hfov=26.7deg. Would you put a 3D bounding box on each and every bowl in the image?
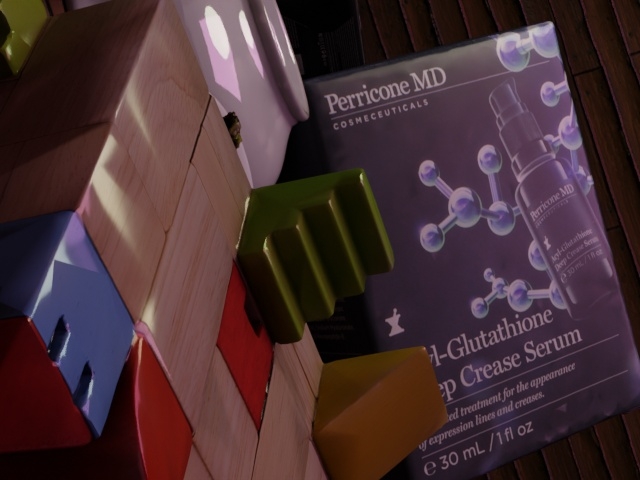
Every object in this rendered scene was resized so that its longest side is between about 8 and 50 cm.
[{"bbox_3d":[-0.094,-0.145,1.095,0.298,0.134,0.297,-18,90,-84],"label":"bowl"}]

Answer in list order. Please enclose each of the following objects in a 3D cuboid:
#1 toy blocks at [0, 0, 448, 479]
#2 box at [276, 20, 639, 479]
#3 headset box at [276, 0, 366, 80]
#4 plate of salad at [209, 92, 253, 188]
[{"bbox_3d":[-0.071,0.102,0.489,0.261,0.191,0.381,-81,155,-53],"label":"toy blocks"},{"bbox_3d":[0.106,0.018,1.323,0.212,0.294,0.395,-8,-81,61],"label":"box"},{"bbox_3d":[-0.022,-0.306,1.473,0.218,0.110,0.293,78,4,-57],"label":"headset box"},{"bbox_3d":[-0.082,-0.011,0.933,0.200,0.048,0.199,0,90,-64],"label":"plate of salad"}]
